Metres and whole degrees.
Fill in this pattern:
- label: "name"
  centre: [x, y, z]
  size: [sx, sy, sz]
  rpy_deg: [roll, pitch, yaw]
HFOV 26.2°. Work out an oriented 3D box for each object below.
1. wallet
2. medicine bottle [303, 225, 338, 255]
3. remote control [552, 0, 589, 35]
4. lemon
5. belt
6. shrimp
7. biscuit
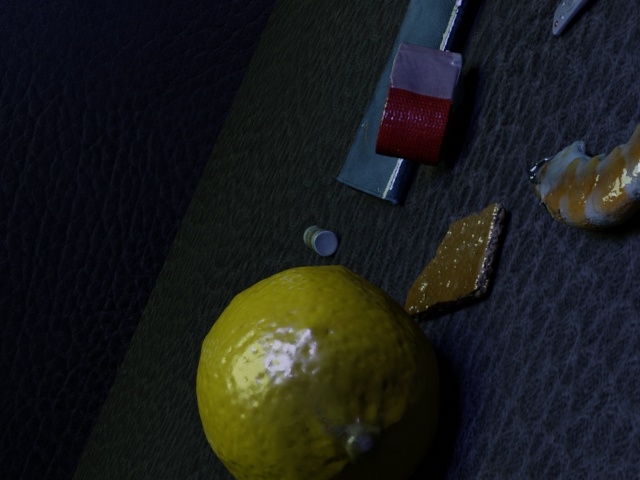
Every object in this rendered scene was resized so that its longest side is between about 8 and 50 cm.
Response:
- label: "wallet"
  centre: [0.144, -0.250, 2.239]
  size: [0.191, 0.046, 0.379]
  rpy_deg: [26, 96, 63]
- label: "medicine bottle"
  centre: [0.000, 0.000, 2.466]
  size: [0.047, 0.047, 0.083]
  rpy_deg: [-69, 16, 2]
- label: "remote control"
  centre: [0.348, -0.328, 1.753]
  size: [0.184, 0.027, 0.050]
  rpy_deg: [126, 160, -57]
- label: "lemon"
  centre: [-0.004, 0.187, 1.737]
  size: [0.336, 0.336, 0.336]
  rpy_deg: [-159, 90, -75]
- label: "belt"
  centre: [0.158, -0.204, 2.056]
  size: [0.128, 0.124, 0.200]
  rpy_deg: [99, -175, -54]
- label: "shrimp"
  centre: [0.326, -0.109, 1.455]
  size: [0.287, 0.068, 0.185]
  rpy_deg: [-58, 21, 30]
- label: "biscuit"
  centre: [0.180, 0.033, 1.846]
  size: [0.237, 0.026, 0.131]
  rpy_deg: [-31, 39, 67]
